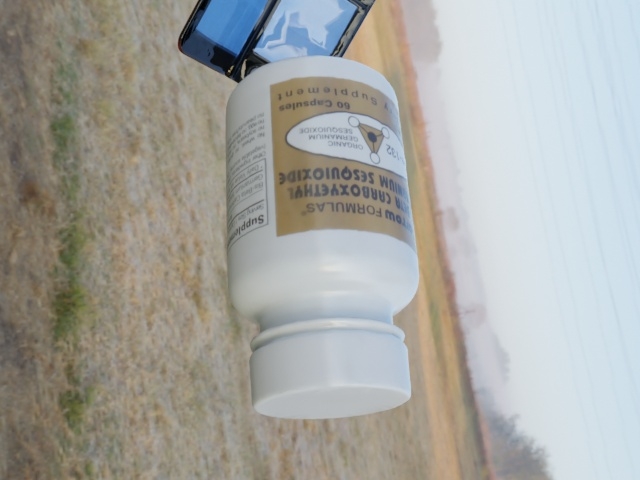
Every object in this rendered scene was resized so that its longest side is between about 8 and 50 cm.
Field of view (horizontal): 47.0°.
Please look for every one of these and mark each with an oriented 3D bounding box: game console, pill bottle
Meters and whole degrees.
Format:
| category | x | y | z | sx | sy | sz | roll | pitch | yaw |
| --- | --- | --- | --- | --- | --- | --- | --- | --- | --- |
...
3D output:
| category | x | y | z | sx | sy | sz | roll | pitch | yaw |
| --- | --- | --- | --- | --- | --- | --- | --- | --- | --- |
| game console | -0.030 | -0.190 | 0.619 | 0.144 | 0.124 | 0.085 | -59 | -172 | 10 |
| pill bottle | 0.000 | 0.000 | 0.513 | 0.131 | 0.131 | 0.229 | 64 | 20 | -65 |
